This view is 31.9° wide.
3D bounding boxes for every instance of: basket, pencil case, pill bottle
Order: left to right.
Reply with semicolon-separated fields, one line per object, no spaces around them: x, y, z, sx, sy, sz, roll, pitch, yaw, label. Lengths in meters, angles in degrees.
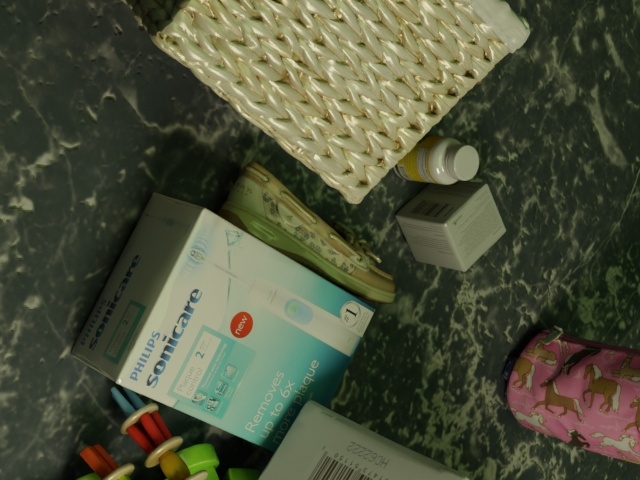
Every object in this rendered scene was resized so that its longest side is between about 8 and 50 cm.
-0.027;-0.270;1.172;0.266;0.328;0.331;-47;128;6;basket
0.157;-0.109;1.519;0.065;0.116;0.065;-8;103;-38;pill bottle
0.456;0.234;1.643;0.160;0.386;0.167;-51;123;-22;pencil case

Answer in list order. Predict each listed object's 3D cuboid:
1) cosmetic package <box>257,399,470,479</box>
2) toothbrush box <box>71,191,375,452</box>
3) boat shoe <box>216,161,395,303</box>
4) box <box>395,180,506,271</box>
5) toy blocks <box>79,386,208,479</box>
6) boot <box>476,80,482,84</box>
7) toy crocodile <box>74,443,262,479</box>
0.106;0.397;1.406;0.161;0.230;0.453;-57;146;-19;cosmetic package
-0.109;0.107;1.331;0.295;0.126;0.216;33;80;-36;toothbrush box
0.000;0.000;1.418;0.285;0.104;0.089;30;81;-37;boat shoe
0.182;-0.024;1.563;0.102;0.101;0.087;-41;121;-27;box
-0.217;0.238;1.266;0.123;0.148;0.054;-25;157;-42;toy blocks
0.145;-0.356;1.478;0.295;0.104;0.211;30;79;-34;boot
-0.203;0.327;1.317;0.340;0.105;0.115;-8;61;-37;toy crocodile
